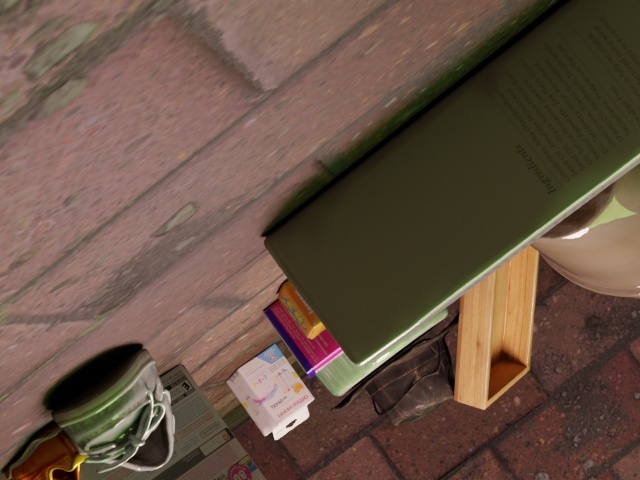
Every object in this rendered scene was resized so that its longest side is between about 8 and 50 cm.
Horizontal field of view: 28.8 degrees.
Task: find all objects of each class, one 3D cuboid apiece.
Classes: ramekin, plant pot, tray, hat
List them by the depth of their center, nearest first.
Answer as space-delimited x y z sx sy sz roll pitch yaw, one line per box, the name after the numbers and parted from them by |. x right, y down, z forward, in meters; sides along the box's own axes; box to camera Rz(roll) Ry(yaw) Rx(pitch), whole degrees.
0.341 -0.087 1.528 0.323 0.323 0.280 -41 156 28 | plant pot
0.093 0.157 2.325 0.303 0.148 0.303 -36 173 -5 | ramekin
0.336 0.088 2.347 0.203 0.076 0.411 -27 124 -51 | tray
0.193 0.273 2.415 0.331 0.134 0.331 -37 172 -6 | hat

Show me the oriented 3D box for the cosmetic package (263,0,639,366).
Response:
0.183 -0.072 1.273 0.453 0.161 0.230 -38 173 7 | cosmetic package

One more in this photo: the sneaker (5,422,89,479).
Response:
-0.311 0.263 1.415 0.064 0.067 0.175 -34 174 -33 | sneaker

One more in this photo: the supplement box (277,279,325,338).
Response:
0.058 0.031 1.662 0.233 0.078 0.080 -36 173 -12 | supplement box

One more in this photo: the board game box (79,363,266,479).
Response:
-0.182 0.342 1.583 0.224 0.303 0.097 -30 170 -41 | board game box

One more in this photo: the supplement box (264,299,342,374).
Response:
0.040 0.085 1.778 0.220 0.114 0.111 -35 172 -5 | supplement box

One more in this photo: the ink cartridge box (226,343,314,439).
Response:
-0.086 0.279 2.265 0.092 0.143 0.090 -33 172 -28 | ink cartridge box

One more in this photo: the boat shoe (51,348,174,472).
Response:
-0.206 0.195 1.336 0.118 0.103 0.320 -35 173 -12 | boat shoe
